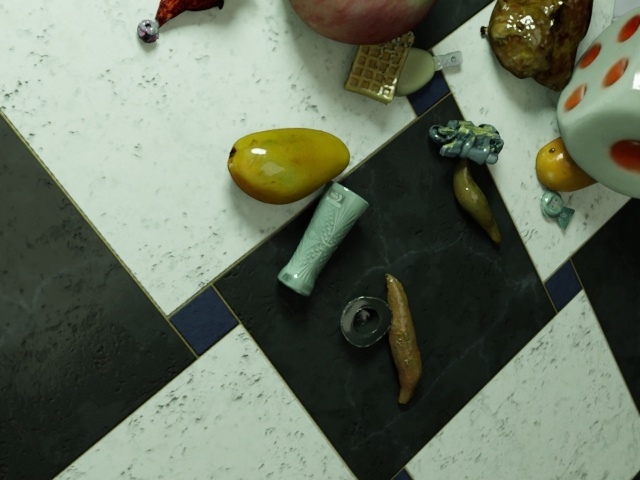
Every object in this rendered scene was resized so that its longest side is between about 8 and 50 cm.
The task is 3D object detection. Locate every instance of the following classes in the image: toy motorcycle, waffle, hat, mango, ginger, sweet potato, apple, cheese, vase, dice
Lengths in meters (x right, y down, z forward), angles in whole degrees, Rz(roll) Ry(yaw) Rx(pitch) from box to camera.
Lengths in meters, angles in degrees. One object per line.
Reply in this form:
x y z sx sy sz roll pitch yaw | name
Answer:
0.324 -0.206 1.398 0.194 0.124 0.061 -7 140 -30 | toy motorcycle
0.114 -0.347 1.276 0.103 0.042 0.147 19 89 4 | waffle
0.092 0.166 1.380 0.121 0.050 0.121 -4 101 -21 | hat
-0.218 -0.415 1.098 0.227 0.129 0.140 -48 141 7 | hat
0.618 -0.181 1.562 0.217 0.102 0.141 1 104 -26 | mango
-0.052 -0.139 1.215 0.254 0.113 0.138 -11 91 -32 | mango
0.468 -0.532 1.378 0.254 0.176 0.418 -4 109 -35 | ginger
0.348 -0.075 1.465 0.249 0.060 0.069 55 36 -26 | sweet potato
0.069 -0.514 1.135 0.345 0.270 0.344 -9 103 -44 | apple
0.573 -0.080 1.600 0.121 0.026 0.067 34 83 -28 | cheese
0.000 0.000 1.281 0.096 0.096 0.219 32 87 -28 | vase
0.178 0.217 1.425 0.066 0.072 0.314 -13 108 -2 | sweet potato
0.711 -0.290 1.411 0.304 0.277 0.304 32 67 -11 | dice
0.216 -0.359 1.355 0.192 0.037 0.097 -19 108 -23 | cheese

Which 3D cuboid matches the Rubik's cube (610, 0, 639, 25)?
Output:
0.856 -0.544 1.549 0.231 0.225 0.221 -2 100 -28 | Rubik's cube
